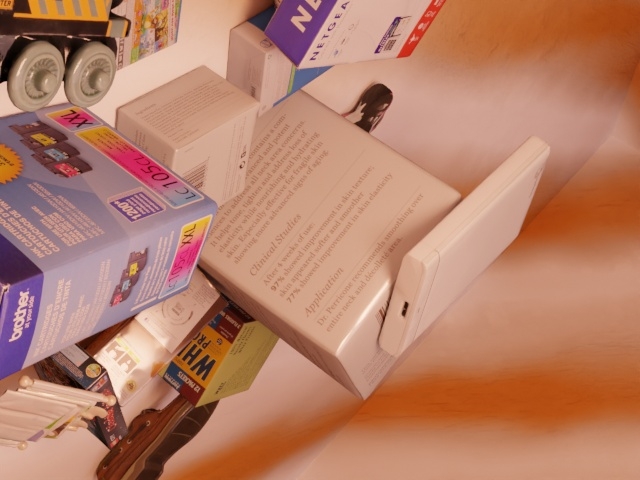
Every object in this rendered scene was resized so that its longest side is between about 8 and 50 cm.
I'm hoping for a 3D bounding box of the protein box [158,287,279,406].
[{"bbox_3d":[-0.191,0.188,2.083,0.199,0.136,0.201,-59,159,16],"label":"protein box"}]

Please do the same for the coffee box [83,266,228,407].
[{"bbox_3d":[-0.288,0.155,1.798,0.246,0.098,0.141,-45,-166,-21],"label":"coffee box"}]

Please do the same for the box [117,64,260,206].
[{"bbox_3d":[-0.199,-0.130,1.583,0.182,0.119,0.181,-37,154,-39],"label":"box"}]

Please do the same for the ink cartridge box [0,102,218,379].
[{"bbox_3d":[-0.352,-0.004,1.236,0.395,0.270,0.151,-28,146,-50],"label":"ink cartridge box"}]

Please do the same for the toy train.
[{"bbox_3d":[-0.322,-0.242,1.133,0.334,0.142,0.190,-16,128,-59],"label":"toy train"}]

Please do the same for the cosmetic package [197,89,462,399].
[{"bbox_3d":[0.000,0.000,1.826,0.329,0.394,0.327,-51,159,-9],"label":"cosmetic package"}]

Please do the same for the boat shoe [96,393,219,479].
[{"bbox_3d":[-0.327,0.378,2.147,0.307,0.104,0.110,-48,150,-10],"label":"boat shoe"}]

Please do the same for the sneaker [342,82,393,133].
[{"bbox_3d":[0.077,-0.221,2.115,0.178,0.072,0.077,-43,168,-12],"label":"sneaker"}]

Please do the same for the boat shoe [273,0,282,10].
[{"bbox_3d":[0.035,-0.429,1.664,0.267,0.096,0.088,-30,155,-31],"label":"boat shoe"}]

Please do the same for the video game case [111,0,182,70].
[{"bbox_3d":[-0.243,-0.280,1.400,0.166,0.015,0.119,-36,152,-39],"label":"video game case"}]

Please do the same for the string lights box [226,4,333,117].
[{"bbox_3d":[-0.031,-0.317,1.709,0.260,0.077,0.133,-39,155,-34],"label":"string lights box"}]

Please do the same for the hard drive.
[{"bbox_3d":[0.231,0.008,1.715,0.353,0.047,0.233,-41,156,-35],"label":"hard drive"}]

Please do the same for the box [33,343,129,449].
[{"bbox_3d":[-0.383,0.221,1.685,0.044,0.159,0.233,-44,158,-25],"label":"box"}]

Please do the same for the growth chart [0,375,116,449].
[{"bbox_3d":[-0.427,0.259,1.584,0.237,0.021,0.172,-30,141,32],"label":"growth chart"}]

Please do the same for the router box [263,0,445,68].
[{"bbox_3d":[0.108,-0.410,1.563,0.301,0.082,0.335,-19,150,-51],"label":"router box"}]
